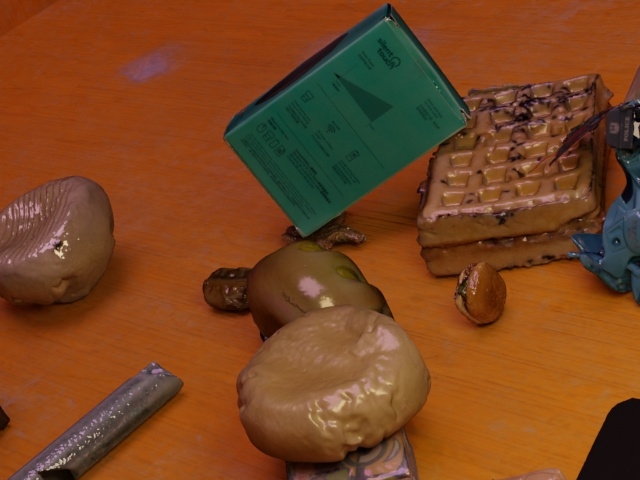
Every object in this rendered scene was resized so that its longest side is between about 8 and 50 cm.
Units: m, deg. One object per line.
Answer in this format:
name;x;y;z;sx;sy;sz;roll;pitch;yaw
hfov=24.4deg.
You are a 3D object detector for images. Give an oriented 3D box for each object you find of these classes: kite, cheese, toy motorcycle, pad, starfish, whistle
kite;0.340;-0.136;1.974;0.159;0.010;0.190;-36;4;27
cheese;0.008;0.172;1.731;0.214;0.117;0.226;-34;26;-21
toy motorcycle;0.397;-0.048;1.844;0.123;0.272;0.182;-2;6;-37
pad;0.414;0.230;1.578;0.267;0.004;0.181;0;34;33
starfish;-0.002;-0.009;2.226;0.150;0.053;0.209;2;34;28
whistle;-0.308;0.266;1.945;0.062;0.062;0.312;11;42;45

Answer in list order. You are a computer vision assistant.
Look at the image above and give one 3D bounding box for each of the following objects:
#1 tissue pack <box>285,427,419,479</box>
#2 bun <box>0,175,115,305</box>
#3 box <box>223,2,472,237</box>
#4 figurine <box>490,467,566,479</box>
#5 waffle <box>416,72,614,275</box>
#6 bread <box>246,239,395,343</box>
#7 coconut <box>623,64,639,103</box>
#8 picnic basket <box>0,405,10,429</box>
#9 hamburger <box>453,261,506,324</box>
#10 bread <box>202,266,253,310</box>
tissue pack;0.036;0.273;1.699;0.148;0.060;0.108;-17;26;6
bun;-0.427;0.013;2.371;0.259;0.160;0.259;-26;34;20
box;0.039;-0.177;2.173;0.311;0.205;0.118;-35;18;16
figurine;0.170;0.320;1.432;0.141;0.162;0.237;-7;13;33
waffle;0.292;-0.105;2.129;0.261;0.114;0.376;-10;30;21
bread;0.002;0.078;1.952;0.158;0.156;0.260;-32;47;-20
coconut;0.509;-0.161;1.975;0.241;0.241;0.241;-16;29;9
picnic basket;-0.616;0.199;2.008;0.254;0.321;0.291;-6;29;32
hamburger;0.208;0.068;1.908;0.044;0.083;0.076;-4;66;39
bread;-0.124;0.071;2.163;0.110;0.060;0.066;-2;65;32
